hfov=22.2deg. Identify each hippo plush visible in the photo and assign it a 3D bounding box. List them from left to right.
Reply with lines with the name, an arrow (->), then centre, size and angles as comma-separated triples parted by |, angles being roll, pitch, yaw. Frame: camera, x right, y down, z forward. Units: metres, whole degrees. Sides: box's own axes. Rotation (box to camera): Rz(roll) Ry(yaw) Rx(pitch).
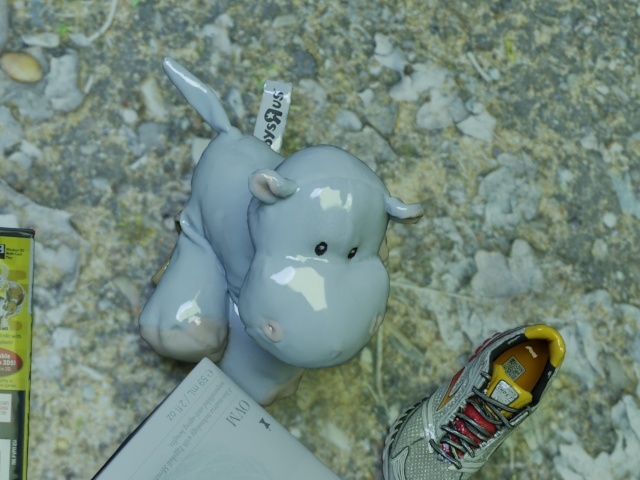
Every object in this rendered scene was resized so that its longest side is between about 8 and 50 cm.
hippo plush -> 0.000, 0.000, 1.366 | 0.234, 0.236, 0.294 | 9, 85, -30

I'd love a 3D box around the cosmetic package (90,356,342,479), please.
cosmetic package -> -0.091, 0.255, 1.295 | 0.224, 0.138, 0.224 | 43, 38, -2

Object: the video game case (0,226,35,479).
video game case -> -0.379, 0.102, 1.354 | 0.274, 0.035, 0.248 | 4, 71, -16

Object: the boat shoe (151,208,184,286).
boat shoe -> -0.111, -0.010, 1.471 | 0.045, 0.050, 0.135 | 28, 65, -13

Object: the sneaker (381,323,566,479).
sneaker -> 0.138, 0.152, 1.473 | 0.088, 0.093, 0.225 | 42, 65, 0
